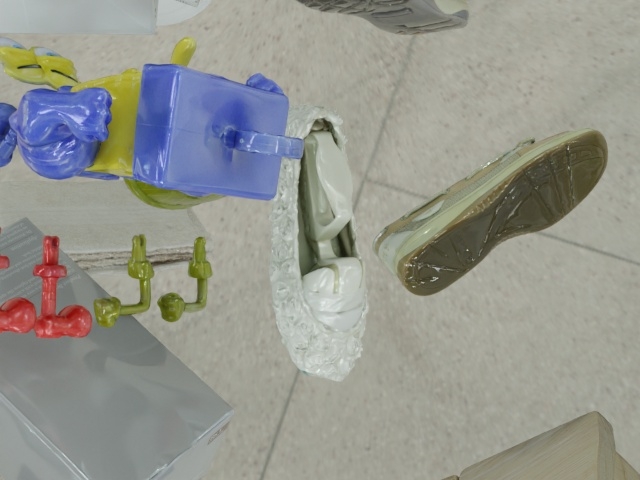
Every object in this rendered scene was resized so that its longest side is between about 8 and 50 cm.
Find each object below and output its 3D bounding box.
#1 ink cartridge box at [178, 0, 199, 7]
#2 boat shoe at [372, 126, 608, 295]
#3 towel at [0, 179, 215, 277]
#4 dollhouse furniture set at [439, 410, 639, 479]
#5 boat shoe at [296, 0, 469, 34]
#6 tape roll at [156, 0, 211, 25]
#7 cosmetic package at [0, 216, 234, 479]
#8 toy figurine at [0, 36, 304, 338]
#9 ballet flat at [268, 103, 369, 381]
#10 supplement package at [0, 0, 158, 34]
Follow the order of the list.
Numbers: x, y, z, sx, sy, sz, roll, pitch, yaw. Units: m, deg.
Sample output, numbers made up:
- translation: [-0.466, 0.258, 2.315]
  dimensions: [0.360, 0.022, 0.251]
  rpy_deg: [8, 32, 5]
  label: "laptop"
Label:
- translation: [-0.214, -0.407, 1.194]
  dimensions: [0.206, 0.045, 0.208]
  rpy_deg: [17, 91, -9]
  label: "ink cartridge box"
- translation: [0.103, -0.025, 0.611]
  dimensions: [0.153, 0.048, 0.056]
  rpy_deg: [-35, 130, -6]
  label: "boat shoe"
- translation: [-0.293, -0.019, 1.317]
  dimensions: [0.282, 0.187, 0.049]
  rpy_deg: [-2, 122, -28]
  label: "towel"
- translation: [0.080, 0.185, 0.344]
  dimensions: [0.129, 0.183, 0.129]
  rpy_deg: [-33, 117, 30]
  label: "dollhouse furniture set"
- translation: [0.058, -0.323, 1.138]
  dimensions: [0.132, 0.355, 0.130]
  rpy_deg: [-2, 88, 28]
  label: "boat shoe"
- translation: [-0.243, -0.441, 1.398]
  dimensions: [0.246, 0.169, 0.246]
  rpy_deg: [5, 146, 3]
  label: "tape roll"
- translation: [-0.194, 0.107, 0.751]
  dimensions: [0.238, 0.127, 0.107]
  rpy_deg: [43, 136, 15]
  label: "cosmetic package"
- translation: [-0.090, -0.031, 0.616]
  dimensions: [0.217, 0.362, 0.191]
  rpy_deg: [0, 86, 32]
  label: "toy figurine"
- translation: [0.000, 0.000, 1.434]
  dimensions: [0.147, 0.147, 0.408]
  rpy_deg: [-9, 87, 2]
  label: "ballet flat"
- translation: [-0.190, -0.286, 0.725]
  dimensions: [0.149, 0.203, 0.194]
  rpy_deg: [0, 139, -5]
  label: "supplement package"
